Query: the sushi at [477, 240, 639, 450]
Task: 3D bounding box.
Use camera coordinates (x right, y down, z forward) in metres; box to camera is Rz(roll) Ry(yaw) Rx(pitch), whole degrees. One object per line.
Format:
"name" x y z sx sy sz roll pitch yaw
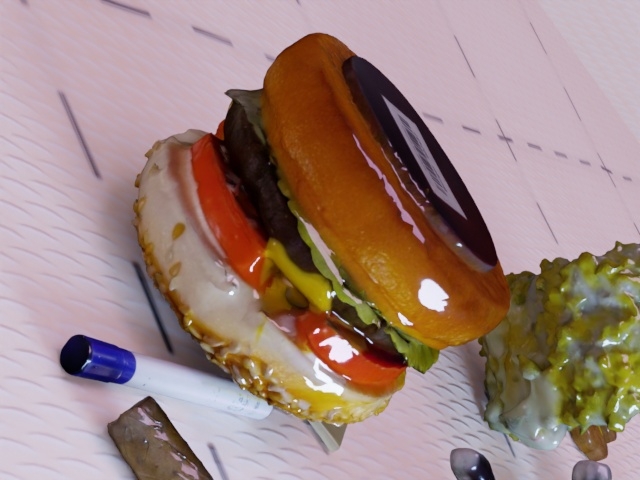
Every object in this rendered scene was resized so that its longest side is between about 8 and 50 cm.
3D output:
"sushi" 0.372 0.122 1.810 0.396 0.351 0.240 149 -67 -71

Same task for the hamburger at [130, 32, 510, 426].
"hamburger" 0.000 0.000 1.326 0.330 0.250 0.330 51 16 -21

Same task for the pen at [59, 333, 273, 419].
"pen" -0.120 0.118 1.227 0.269 0.033 0.033 24 41 -55

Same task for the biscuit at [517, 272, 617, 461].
"biscuit" 0.361 0.183 2.181 0.295 0.044 0.186 60 19 0

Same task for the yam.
"yam" -0.084 0.225 1.143 0.241 0.057 0.057 57 22 -10

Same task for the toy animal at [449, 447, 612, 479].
"toy animal" 0.209 0.388 1.365 0.344 0.194 0.302 53 41 -55

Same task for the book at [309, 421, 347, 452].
"book" 0.002 0.156 1.470 0.077 0.014 0.111 53 22 -12
